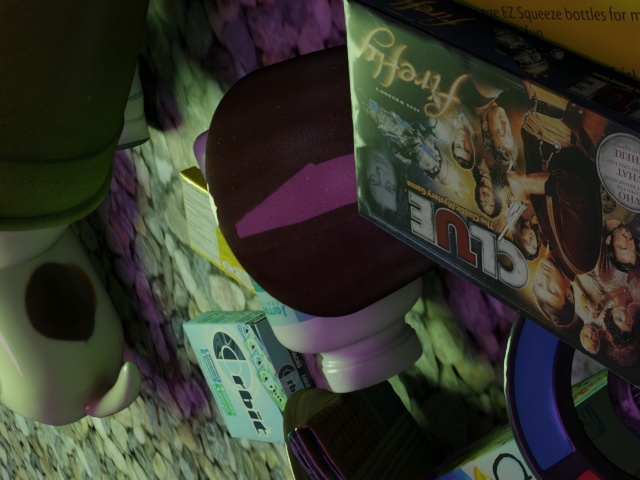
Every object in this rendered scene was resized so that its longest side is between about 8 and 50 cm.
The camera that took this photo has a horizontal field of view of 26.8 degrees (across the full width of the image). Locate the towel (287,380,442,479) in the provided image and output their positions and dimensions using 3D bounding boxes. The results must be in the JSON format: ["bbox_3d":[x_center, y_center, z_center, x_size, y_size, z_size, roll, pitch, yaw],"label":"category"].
[{"bbox_3d":[0.112,0.297,1.217,0.040,0.271,0.370,-35,85,15],"label":"towel"}]

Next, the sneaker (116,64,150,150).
[{"bbox_3d":[-0.296,-0.218,1.553,0.297,0.111,0.129,32,128,30],"label":"sneaker"}]

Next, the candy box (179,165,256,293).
[{"bbox_3d":[-0.080,0.004,1.454,0.206,0.027,0.105,33,138,39],"label":"candy box"}]

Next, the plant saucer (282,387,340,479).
[{"bbox_3d":[0.059,0.256,1.286,0.278,0.041,0.278,51,-165,-20],"label":"plant saucer"}]

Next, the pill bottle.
[{"bbox_3d":[0.000,0.000,1.207,0.146,0.146,0.264,-11,105,59],"label":"pill bottle"}]

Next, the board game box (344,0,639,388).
[{"bbox_3d":[0.112,-0.039,0.778,0.243,0.042,0.165,33,141,40],"label":"board game box"}]

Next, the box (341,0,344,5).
[{"bbox_3d":[0.011,-0.298,1.051,0.186,0.038,0.145,57,150,6],"label":"box"}]

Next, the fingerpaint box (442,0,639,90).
[{"bbox_3d":[0.239,-0.154,0.692,0.445,0.163,0.371,13,126,52],"label":"fingerpaint box"}]

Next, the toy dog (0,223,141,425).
[{"bbox_3d":[-0.416,0.037,1.755,0.395,0.285,0.407,31,136,41],"label":"toy dog"}]

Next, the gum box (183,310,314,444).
[{"bbox_3d":[-0.076,0.159,1.564,0.184,0.041,0.157,-5,110,57],"label":"gum box"}]

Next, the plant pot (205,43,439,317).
[{"bbox_3d":[0.066,-0.069,1.018,0.230,0.215,0.215,-20,97,46],"label":"plant pot"}]

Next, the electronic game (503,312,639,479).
[{"bbox_3d":[0.236,0.093,0.884,0.229,0.229,0.048,58,-171,7],"label":"electronic game"}]

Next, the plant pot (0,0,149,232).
[{"bbox_3d":[-0.307,-0.256,1.256,0.366,0.366,0.353,45,122,27],"label":"plant pot"}]

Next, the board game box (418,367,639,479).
[{"bbox_3d":[0.202,0.202,1.067,0.144,0.142,0.275,57,150,8],"label":"board game box"}]
